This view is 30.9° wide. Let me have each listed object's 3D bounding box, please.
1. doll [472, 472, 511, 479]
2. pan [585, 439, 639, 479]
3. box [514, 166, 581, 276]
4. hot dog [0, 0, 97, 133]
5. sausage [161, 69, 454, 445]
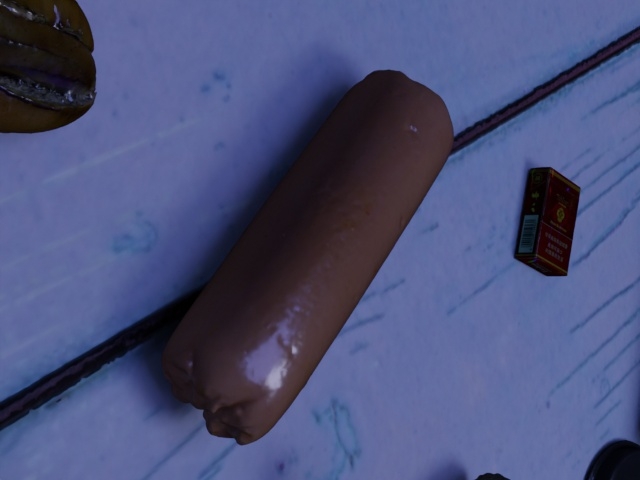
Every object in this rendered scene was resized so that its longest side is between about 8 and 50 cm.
[{"bbox_3d":[0.046,0.231,0.771,0.286,0.091,0.203,-41,151,-27],"label":"doll"},{"bbox_3d":[0.316,0.267,1.092,0.235,0.028,0.136,24,72,-43],"label":"pan"},{"bbox_3d":[0.193,-0.016,0.981,0.051,0.023,0.082,26,70,-44],"label":"box"},{"bbox_3d":[-0.163,-0.103,0.578,0.140,0.060,0.090,26,70,-50],"label":"hot dog"},{"bbox_3d":[0.000,-0.001,0.735,0.086,0.086,0.289,55,54,-29],"label":"sausage"}]
